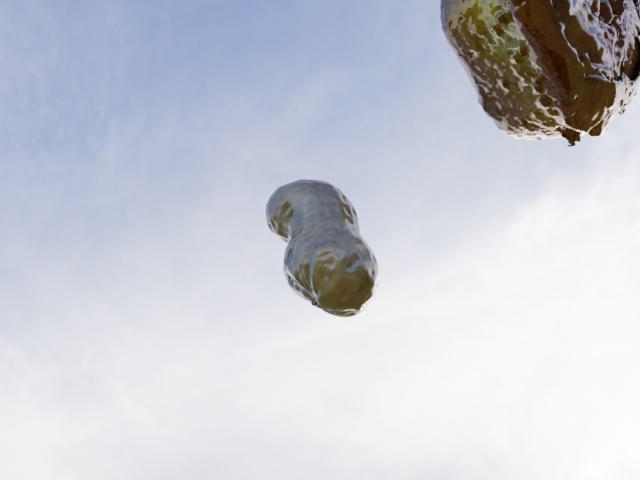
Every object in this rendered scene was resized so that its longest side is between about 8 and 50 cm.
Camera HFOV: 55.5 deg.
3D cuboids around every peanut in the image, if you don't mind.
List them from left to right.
[{"bbox_3d":[0.000,0.000,0.712,0.103,0.229,0.098,-5,-52,-14],"label":"peanut"}]

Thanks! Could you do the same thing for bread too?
[{"bbox_3d":[0.332,-0.326,0.907,0.204,0.337,0.358,-12,-62,46],"label":"bread"}]
